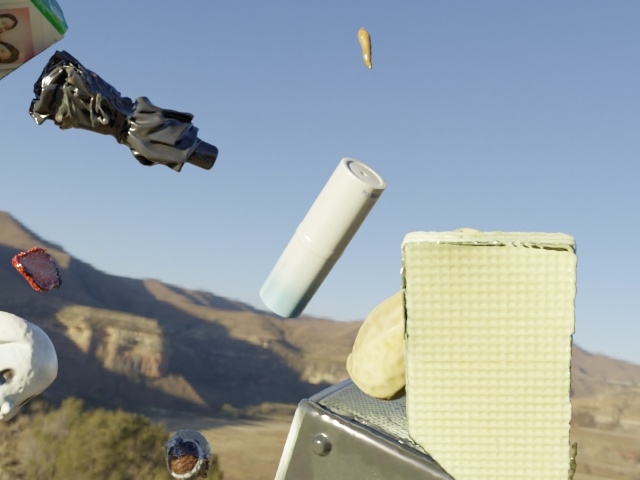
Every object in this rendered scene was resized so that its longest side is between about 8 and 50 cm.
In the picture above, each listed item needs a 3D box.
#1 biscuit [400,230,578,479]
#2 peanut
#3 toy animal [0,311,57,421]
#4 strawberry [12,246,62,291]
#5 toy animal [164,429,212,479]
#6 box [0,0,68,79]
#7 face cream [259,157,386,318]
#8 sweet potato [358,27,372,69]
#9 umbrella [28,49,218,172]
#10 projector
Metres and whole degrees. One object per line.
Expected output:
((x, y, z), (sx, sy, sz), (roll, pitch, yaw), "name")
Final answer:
((0.151, 0.115, 0.719), (0.150, 0.252, 0.052), (-2, 15, 11), "biscuit")
((0.131, 0.099, 0.979), (0.124, 0.256, 0.123), (33, 19, -13), "peanut")
((-0.572, 0.204, 1.288), (0.289, 0.174, 0.249), (14, -38, -12), "toy animal")
((-0.615, 0.064, 1.735), (0.048, 0.103, 0.152), (-22, -22, 14), "strawberry")
((-0.258, 0.446, 1.606), (0.098, 0.137, 0.098), (-17, 23, 8), "toy animal")
((-0.484, -0.282, 1.055), (0.250, 0.103, 0.180), (-35, -33, 1), "box")
((0.000, 0.000, 1.178), (0.077, 0.250, 0.077), (27, 25, -13), "face cream")
((0.090, -0.387, 1.599), (0.026, 0.115, 0.026), (-4, -34, -3), "sweet potato")
((-0.273, -0.166, 1.151), (0.273, 0.110, 0.122), (25, -8, -26), "umbrella")
((0.126, 0.472, 1.256), (0.405, 0.394, 0.242), (22, 13, 25), "projector")
